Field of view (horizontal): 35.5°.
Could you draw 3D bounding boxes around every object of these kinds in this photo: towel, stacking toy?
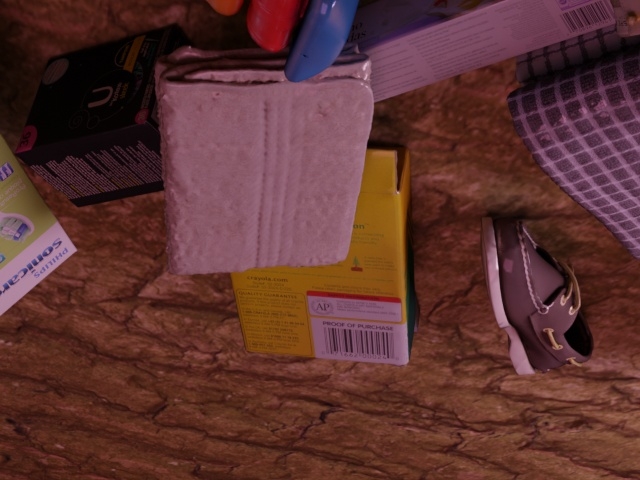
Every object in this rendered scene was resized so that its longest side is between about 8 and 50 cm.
[{"bbox_3d":[-0.054,-0.066,0.914,0.187,0.049,0.282,-3,142,-10],"label":"towel"},{"bbox_3d":[-0.109,-0.245,0.710,0.302,0.165,0.175,17,170,-6],"label":"stacking toy"},{"bbox_3d":[0.332,-0.090,0.878,0.235,0.121,0.284,-18,138,38],"label":"towel"}]

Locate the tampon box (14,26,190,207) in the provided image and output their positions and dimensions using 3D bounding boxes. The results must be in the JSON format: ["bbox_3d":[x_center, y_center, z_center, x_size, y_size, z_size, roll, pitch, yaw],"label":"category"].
[{"bbox_3d":[-0.193,-0.118,0.979,0.161,0.120,0.101,-9,145,27],"label":"tampon box"}]

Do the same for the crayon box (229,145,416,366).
[{"bbox_3d":[0.000,0.000,1.106,0.202,0.081,0.318,4,134,11],"label":"crayon box"}]

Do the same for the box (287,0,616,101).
[{"bbox_3d":[0.098,-0.179,0.856,0.324,0.063,0.067,-15,139,33],"label":"box"}]

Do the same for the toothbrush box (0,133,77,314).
[{"bbox_3d":[-0.397,-0.082,1.010,0.206,0.122,0.283,36,158,31],"label":"toothbrush box"}]

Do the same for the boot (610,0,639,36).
[{"bbox_3d":[0.188,-0.220,0.696,0.213,0.077,0.165,-9,111,22],"label":"boot"}]

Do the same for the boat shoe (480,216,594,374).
[{"bbox_3d":[0.251,0.065,1.150,0.097,0.116,0.324,-7,148,17],"label":"boat shoe"}]

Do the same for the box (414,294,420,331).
[{"bbox_3d":[0.040,0.055,1.260,0.145,0.038,0.186,-1,145,16],"label":"box"}]
